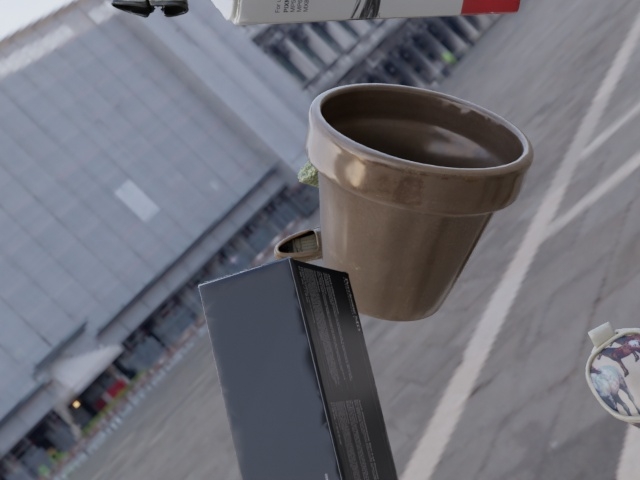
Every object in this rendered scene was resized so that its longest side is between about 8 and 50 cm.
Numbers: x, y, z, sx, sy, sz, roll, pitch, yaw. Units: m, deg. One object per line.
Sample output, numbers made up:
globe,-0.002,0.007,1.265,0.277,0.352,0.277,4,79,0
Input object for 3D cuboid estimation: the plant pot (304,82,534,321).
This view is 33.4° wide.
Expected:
plant pot,0.098,-0.034,1.259,0.263,0.263,0.229,-49,-26,-61

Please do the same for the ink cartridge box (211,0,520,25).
ink cartridge box,0.024,-0.284,0.950,0.273,0.197,0.114,-8,-53,-21

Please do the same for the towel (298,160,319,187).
towel,0.048,-0.116,1.423,0.148,0.027,0.110,-40,-31,22

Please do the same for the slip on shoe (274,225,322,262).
slip on shoe,0.000,0.000,1.489,0.135,0.051,0.041,-14,-17,-1

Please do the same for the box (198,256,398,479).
box,-0.012,0.160,1.019,0.103,0.261,0.184,-17,-11,18

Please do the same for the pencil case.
pencil case,0.617,0.266,1.954,0.160,0.183,0.410,-26,-27,21

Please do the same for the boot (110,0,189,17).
boot,-0.319,-0.453,1.736,0.083,0.247,0.161,40,-118,-74
